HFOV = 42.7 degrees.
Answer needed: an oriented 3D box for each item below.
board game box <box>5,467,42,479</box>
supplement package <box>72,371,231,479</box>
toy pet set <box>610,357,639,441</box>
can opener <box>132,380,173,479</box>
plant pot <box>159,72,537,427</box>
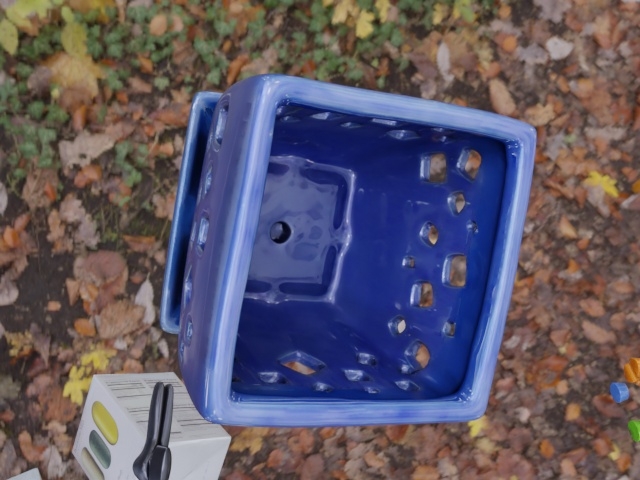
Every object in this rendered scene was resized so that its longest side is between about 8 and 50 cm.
[{"bbox_3d":[-0.584,0.598,1.507,0.224,0.303,0.097,-19,33,-21],"label":"board game box"},{"bbox_3d":[-0.356,0.425,1.699,0.198,0.199,0.263,6,19,-41],"label":"supplement package"},{"bbox_3d":[0.261,0.120,0.538,0.065,0.114,0.122,-10,55,-8],"label":"toy pet set"},{"bbox_3d":[-0.277,0.336,1.408,0.073,0.059,0.186,-7,62,18],"label":"can opener"},{"bbox_3d":[0.000,0.000,0.650,0.236,0.212,0.235,6,97,-27],"label":"plant pot"}]
